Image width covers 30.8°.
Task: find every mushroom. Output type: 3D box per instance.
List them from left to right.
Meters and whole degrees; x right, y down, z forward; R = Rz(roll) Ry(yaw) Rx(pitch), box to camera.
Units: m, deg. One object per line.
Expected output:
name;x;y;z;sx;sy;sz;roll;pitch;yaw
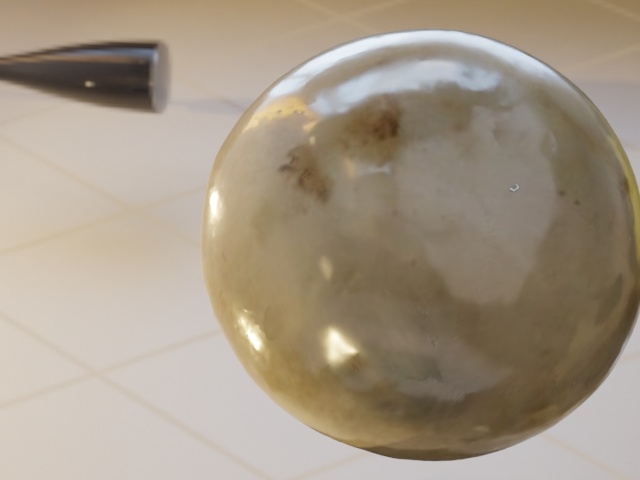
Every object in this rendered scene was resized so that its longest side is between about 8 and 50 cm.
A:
mushroom;0.048;0.012;0.566;0.215;0.207;0.207;88;-172;-66
